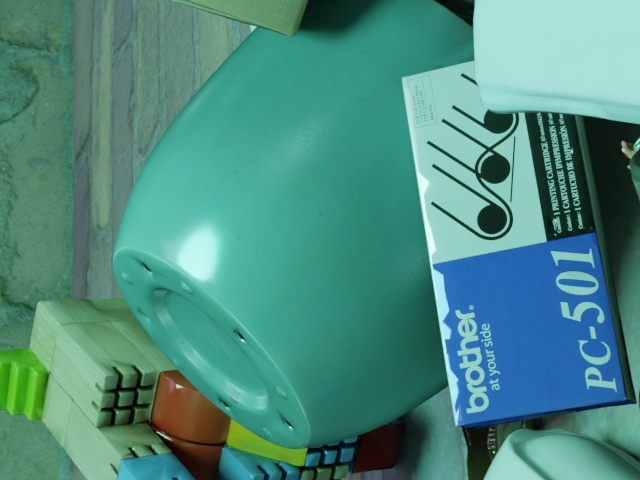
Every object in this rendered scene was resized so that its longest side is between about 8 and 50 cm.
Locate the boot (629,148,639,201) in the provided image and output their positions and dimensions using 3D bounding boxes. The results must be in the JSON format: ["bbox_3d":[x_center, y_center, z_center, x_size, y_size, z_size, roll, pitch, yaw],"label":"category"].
[{"bbox_3d":[0.267,0.049,0.588,0.091,0.263,0.229,-45,-56,-58],"label":"boot"}]

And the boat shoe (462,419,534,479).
[{"bbox_3d":[0.136,0.141,0.994,0.050,0.045,0.135,-8,81,58],"label":"boat shoe"}]

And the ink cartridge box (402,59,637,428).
[{"bbox_3d":[0.112,-0.003,0.758,0.046,0.097,0.207,26,-126,-69],"label":"ink cartridge box"}]

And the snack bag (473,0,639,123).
[{"bbox_3d":[0.107,-0.182,0.357,0.323,0.037,0.343,23,122,62],"label":"snack bag"}]

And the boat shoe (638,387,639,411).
[{"bbox_3d":[0.252,-0.012,0.657,0.109,0.098,0.302,-112,33,-48],"label":"boat shoe"}]

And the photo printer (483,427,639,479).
[{"bbox_3d":[0.172,0.269,0.793,0.307,0.107,0.256,-140,56,-64],"label":"photo printer"}]

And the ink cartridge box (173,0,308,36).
[{"bbox_3d":[-0.036,-0.266,0.873,0.193,0.088,0.235,-128,57,-67],"label":"ink cartridge box"}]

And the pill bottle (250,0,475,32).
[{"bbox_3d":[0.083,-0.234,0.978,0.363,0.210,0.210,143,128,-62],"label":"pill bottle"}]

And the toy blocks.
[{"bbox_3d":[-0.073,0.145,1.164,0.261,0.381,0.191,36,120,48],"label":"toy blocks"}]

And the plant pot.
[{"bbox_3d":[0.000,0.000,0.922,0.293,0.235,0.293,38,156,20],"label":"plant pot"}]

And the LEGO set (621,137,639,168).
[{"bbox_3d":[0.190,-0.069,0.718,0.287,0.132,0.107,-48,-24,-66],"label":"LEGO set"}]
